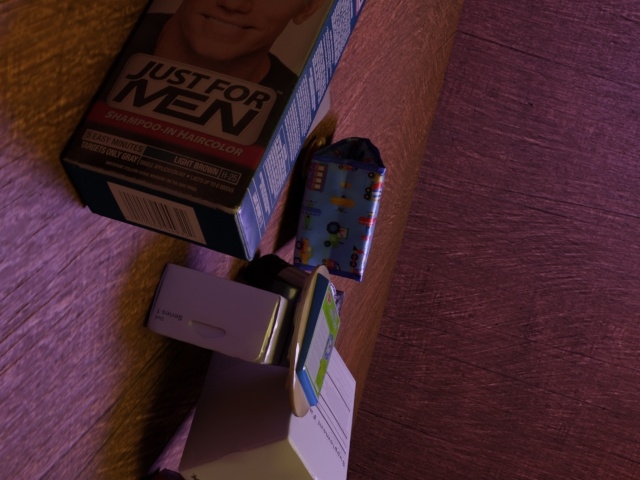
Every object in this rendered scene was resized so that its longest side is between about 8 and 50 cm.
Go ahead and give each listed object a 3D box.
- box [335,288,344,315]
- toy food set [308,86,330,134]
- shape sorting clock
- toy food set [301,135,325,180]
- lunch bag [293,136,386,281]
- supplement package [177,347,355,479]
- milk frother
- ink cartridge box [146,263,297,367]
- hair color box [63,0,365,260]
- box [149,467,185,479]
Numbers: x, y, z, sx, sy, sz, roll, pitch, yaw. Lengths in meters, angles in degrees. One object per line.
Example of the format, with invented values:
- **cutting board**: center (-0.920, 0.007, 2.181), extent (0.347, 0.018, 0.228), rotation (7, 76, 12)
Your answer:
- **box**: center (-0.041, 0.272, 2.137), extent (0.307, 0.077, 0.242), rotation (-52, 157, -61)
- **toy food set**: center (-0.065, -0.236, 1.206), extent (0.306, 0.092, 0.219), rotation (-59, 152, -56)
- **shape sorting clock**: center (-0.015, 0.134, 1.257), extent (0.206, 0.040, 0.206), rotation (11, 90, -76)
- **toy food set**: center (-0.014, -0.149, 1.737), extent (0.083, 0.020, 0.082), rotation (-59, 164, -52)
- **lunch bag**: center (0.042, -0.077, 1.807), extent (0.293, 0.138, 0.220), rotation (-74, 175, -73)
- **supplement package**: center (-0.069, 0.273, 1.398), extent (0.175, 0.178, 0.293), rotation (61, 21, -26)
- **milk frother**: center (-0.071, 0.112, 1.555), extent (0.129, 0.135, 0.143), rotation (-4, 112, -45)
- **ink cartridge box**: center (-0.115, 0.105, 1.246), extent (0.219, 0.160, 0.092), rotation (52, 54, -78)
- **hair color box**: center (-0.086, -0.170, 0.909), extent (0.105, 0.174, 0.347), rotation (84, 26, -62)
- **box**: center (-0.232, 0.487, 1.374), extent (0.128, 0.123, 0.256), rotation (-18, 125, -76)
